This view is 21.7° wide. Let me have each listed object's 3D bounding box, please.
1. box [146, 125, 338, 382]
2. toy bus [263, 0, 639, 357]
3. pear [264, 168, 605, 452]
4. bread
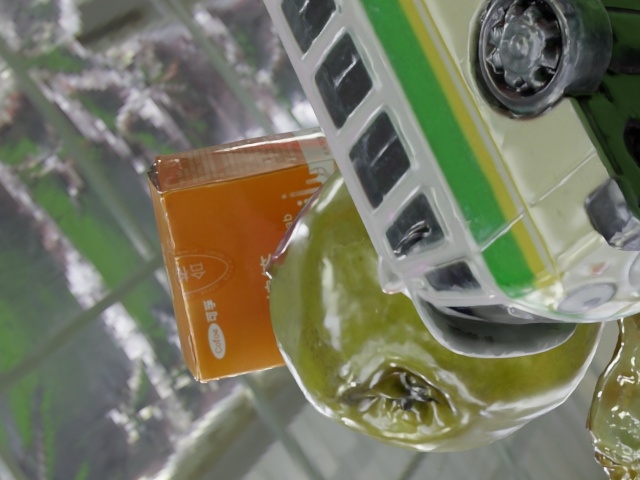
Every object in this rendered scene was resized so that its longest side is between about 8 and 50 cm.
[{"bbox_3d":[0.000,0.000,1.796,0.143,0.341,0.225,-112,11,-72],"label":"box"},{"bbox_3d":[0.078,-0.095,0.787,0.143,0.179,0.305,-2,-121,-43],"label":"toy bus"},{"bbox_3d":[0.120,0.015,1.440,0.287,0.287,0.375,48,-135,-15],"label":"pear"},{"bbox_3d":[0.261,0.065,1.107,0.128,0.232,0.088,21,179,-27],"label":"bread"}]
